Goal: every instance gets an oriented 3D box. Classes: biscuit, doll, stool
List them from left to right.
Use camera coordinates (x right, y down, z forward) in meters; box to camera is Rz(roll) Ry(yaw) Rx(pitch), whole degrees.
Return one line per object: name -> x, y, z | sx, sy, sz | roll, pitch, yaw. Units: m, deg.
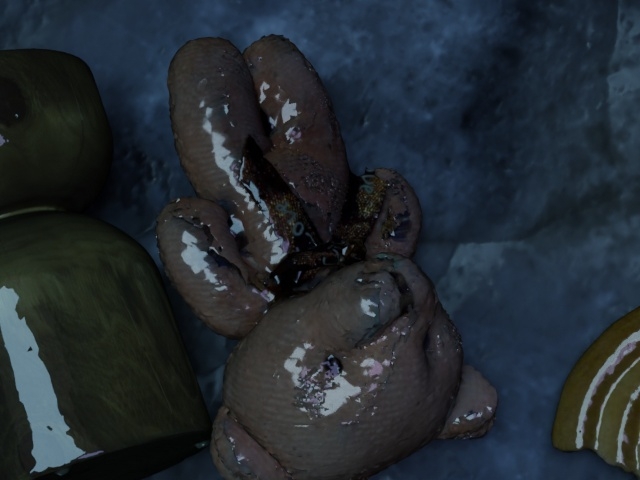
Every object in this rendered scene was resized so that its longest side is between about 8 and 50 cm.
stool -> -0.191, 0.034, 1.004 | 0.179, 0.179, 0.264 | -21, 76, 3
doll -> 0.000, 0.000, 0.977 | 0.201, 0.156, 0.303 | -14, 83, -30
biscuit -> 0.271, 0.100, 1.001 | 0.224, 0.033, 0.144 | 16, 82, 10
